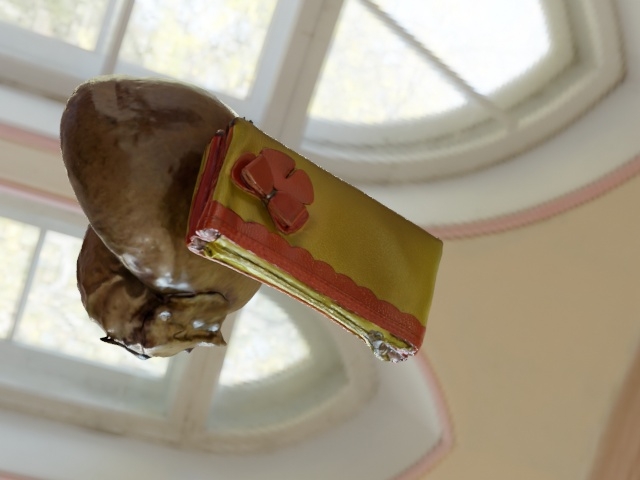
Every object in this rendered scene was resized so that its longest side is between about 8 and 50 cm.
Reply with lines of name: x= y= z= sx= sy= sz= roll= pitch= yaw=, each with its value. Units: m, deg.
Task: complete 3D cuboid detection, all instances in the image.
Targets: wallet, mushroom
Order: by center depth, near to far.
wallet: x=0.000 y=0.000 z=1.246 sx=0.067 sy=0.241 sz=0.141 roll=-42 pitch=-154 yaw=44
mushroom: x=-0.144 y=-0.025 z=1.374 sx=0.263 sy=0.195 sz=0.283 roll=25 pitch=64 yaw=-78
